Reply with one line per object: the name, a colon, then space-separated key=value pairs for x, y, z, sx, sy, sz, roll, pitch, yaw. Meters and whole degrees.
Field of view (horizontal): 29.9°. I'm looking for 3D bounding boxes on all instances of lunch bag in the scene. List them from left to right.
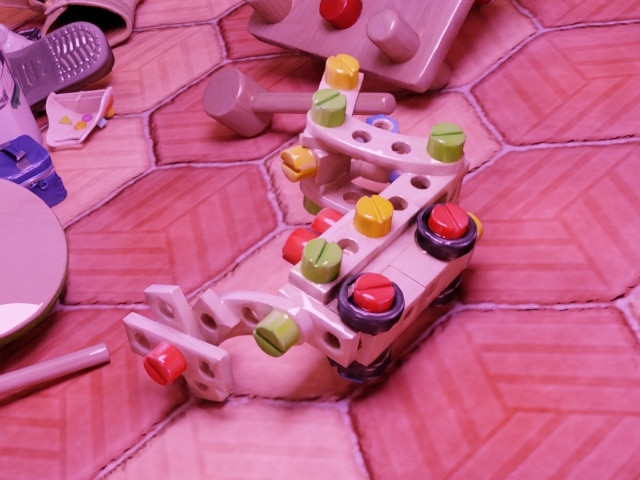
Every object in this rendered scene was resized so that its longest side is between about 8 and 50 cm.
lunch bag: x=-0.321 y=-0.070 z=1.284 sx=0.067 sy=0.065 sz=0.098 roll=-33 pitch=35 yaw=-20

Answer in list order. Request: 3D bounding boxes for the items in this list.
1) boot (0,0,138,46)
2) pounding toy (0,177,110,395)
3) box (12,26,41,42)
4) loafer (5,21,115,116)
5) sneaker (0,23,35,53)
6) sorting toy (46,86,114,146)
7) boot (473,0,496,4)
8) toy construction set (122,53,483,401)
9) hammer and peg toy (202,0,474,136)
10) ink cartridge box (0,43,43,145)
boot: x=-0.369 y=-0.327 z=1.638 sx=0.262 sy=0.095 sz=0.203 roll=1 pitch=37 yaw=2
pounding toy: x=-0.308 y=0.063 z=1.079 sx=0.183 sy=0.110 sz=0.236 roll=-19 pitch=61 yaw=-20
box: x=-0.436 y=-0.267 z=1.667 sx=0.083 sy=0.018 sz=0.067 roll=-7 pitch=36 yaw=18
loafer: x=-0.359 y=-0.188 z=1.472 sx=0.251 sy=0.094 sz=0.087 roll=-16 pitch=-10 yaw=14
sneaker: x=-0.463 y=-0.260 z=1.568 sx=0.232 sy=0.115 sz=0.090 roll=6 pitch=64 yaw=35
sorting toy: x=-0.282 y=-0.137 z=1.387 sx=0.083 sy=0.045 sz=0.075 roll=-2 pitch=44 yaw=23
boot: x=0.086 y=-0.284 z=1.380 sx=0.176 sy=0.088 sz=0.244 roll=-35 pitch=31 yaw=-18
toy construction set: x=0.000 y=0.000 z=0.947 sx=0.215 sy=0.151 sz=0.327 roll=32 pitch=63 yaw=21
hammer and peg toy: x=0.048 y=-0.248 z=1.261 sx=0.266 sy=0.127 sz=0.361 roll=23 pitch=84 yaw=38
ink cartridge box: x=-0.427 y=-0.165 z=1.337 sx=0.160 sy=0.219 sz=0.092 roll=-16 pitch=30 yaw=4
